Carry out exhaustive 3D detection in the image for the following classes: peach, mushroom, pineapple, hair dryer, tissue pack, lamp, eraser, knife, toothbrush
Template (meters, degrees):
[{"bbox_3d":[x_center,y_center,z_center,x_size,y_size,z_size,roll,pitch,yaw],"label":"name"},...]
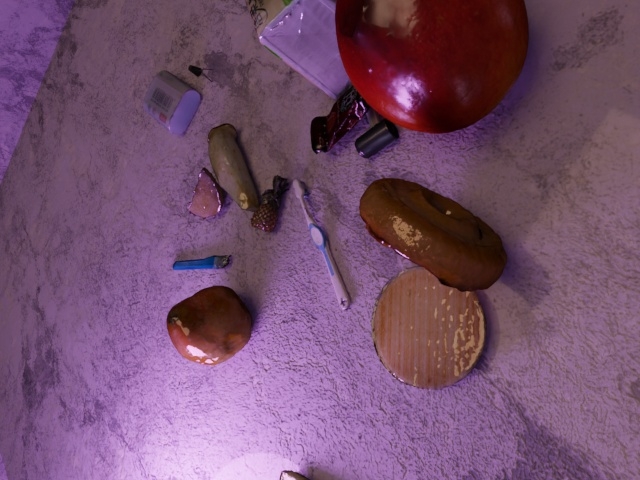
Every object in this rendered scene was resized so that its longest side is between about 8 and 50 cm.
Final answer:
[{"bbox_3d":[-0.302,0.223,1.356,0.214,0.235,0.214,-5,79,29],"label":"peach"},{"bbox_3d":[-0.269,-0.213,1.526,0.107,0.087,0.333,-35,62,28],"label":"mushroom"},{"bbox_3d":[0.204,-0.407,0.990,0.388,0.388,0.388,-10,74,38],"label":"peach"},{"bbox_3d":[-0.135,-0.102,1.399,0.074,0.074,0.159,22,90,41],"label":"pineapple"},{"bbox_3d":[0.124,-0.302,1.246,0.100,0.057,0.198,-29,54,32],"label":"hair dryer"},{"bbox_3d":[-0.042,-0.605,1.261,0.205,0.331,0.405,-33,60,28],"label":"tissue pack"},{"bbox_3d":[-0.419,-0.586,1.753,0.121,0.054,0.041,28,99,40],"label":"lamp"},{"bbox_3d":[-0.535,-0.496,1.814,0.227,0.081,0.174,40,102,39],"label":"eraser"},{"bbox_3d":[-0.376,0.071,1.589,0.296,0.026,0.044,-5,74,42],"label":"knife"},{"bbox_3d":[-0.003,-0.001,1.282,0.040,0.040,0.386,-36,59,28],"label":"toothbrush"}]

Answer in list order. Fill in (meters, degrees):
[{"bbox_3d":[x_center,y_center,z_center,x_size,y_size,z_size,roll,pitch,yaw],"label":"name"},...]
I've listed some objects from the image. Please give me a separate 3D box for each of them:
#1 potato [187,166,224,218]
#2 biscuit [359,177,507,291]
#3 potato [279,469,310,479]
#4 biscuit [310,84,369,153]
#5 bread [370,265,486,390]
[{"bbox_3d":[-0.335,-0.152,1.563,0.100,0.089,0.172,25,125,-1],"label":"potato"},{"bbox_3d":[0.213,-0.025,0.940,0.296,0.296,0.102,46,117,37],"label":"biscuit"},{"bbox_3d":[-0.025,0.608,1.153,0.198,0.054,0.119,28,99,45],"label":"potato"},{"bbox_3d":[0.058,-0.320,1.263,0.235,0.063,0.151,-41,36,42],"label":"biscuit"},{"bbox_3d":[0.221,0.178,1.053,0.267,0.040,0.267,-11,72,38],"label":"bread"}]
